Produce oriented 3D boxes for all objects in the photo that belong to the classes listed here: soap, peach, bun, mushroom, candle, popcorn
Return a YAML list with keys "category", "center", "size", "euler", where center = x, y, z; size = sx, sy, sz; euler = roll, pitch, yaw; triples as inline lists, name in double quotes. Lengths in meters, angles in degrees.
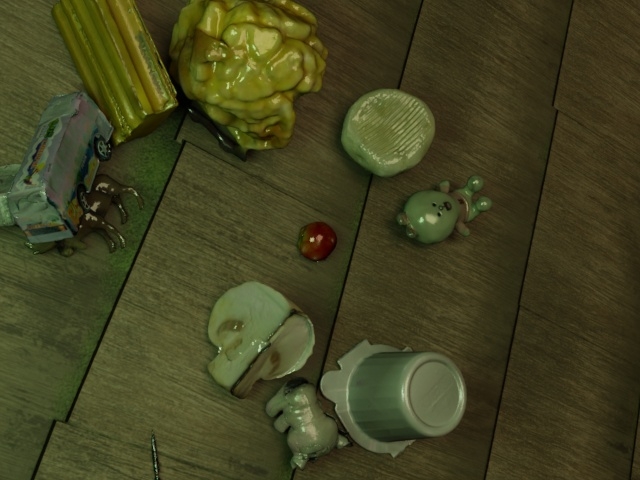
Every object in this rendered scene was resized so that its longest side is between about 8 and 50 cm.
- category: "soap"
  center: [-0.410, -0.368, 1.682]
  size: [0.096, 0.204, 0.325]
  euler: [-25, 91, -35]
- category: "peach"
  center: [-0.001, 0.000, 1.905]
  size: [0.098, 0.061, 0.098]
  euler: [10, 66, -24]
- category: "bun"
  center: [0.159, -0.255, 2.019]
  size: [0.231, 0.133, 0.231]
  euler: [1, 76, -4]
- category: "mushroom"
  center: [-0.128, 0.199, 1.757]
  size: [0.236, 0.173, 0.162]
  euler: [-51, 142, 8]
- category: "candle"
  center: [-0.597, -0.075, 1.520]
  size: [0.192, 0.168, 0.068]
  euler: [-26, 125, -36]
- category: "popcorn"
  center: [-0.161, -0.357, 1.782]
  size: [0.349, 0.349, 0.382]
  euler: [0, 116, -30]

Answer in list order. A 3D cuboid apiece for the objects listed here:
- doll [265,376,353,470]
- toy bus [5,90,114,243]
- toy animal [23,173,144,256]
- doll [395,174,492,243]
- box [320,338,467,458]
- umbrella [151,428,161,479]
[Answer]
- category: "doll"
  center: [-0.025, 0.383, 1.777]
  size: [0.149, 0.095, 0.192]
  euler: [-25, 88, -34]
- category: "toy bus"
  center: [-0.480, -0.145, 1.559]
  size: [0.138, 0.112, 0.317]
  euler: [69, 16, -44]
- category: "toy animal"
  center: [-0.468, -0.041, 1.639]
  size: [0.186, 0.093, 0.214]
  euler: [34, 63, -29]
- category: "doll"
  center: [0.297, -0.065, 2.071]
  size: [0.275, 0.113, 0.155]
  euler: [-23, 81, -25]
- category: "box"
  center: [0.174, 0.328, 1.839]
  size: [0.291, 0.206, 0.262]
  euler: [22, 67, -26]
- category: "umbrella"
  center: [-0.322, 0.444, 1.636]
  size: [0.022, 0.022, 0.149]
  euler: [-12, 76, -8]
